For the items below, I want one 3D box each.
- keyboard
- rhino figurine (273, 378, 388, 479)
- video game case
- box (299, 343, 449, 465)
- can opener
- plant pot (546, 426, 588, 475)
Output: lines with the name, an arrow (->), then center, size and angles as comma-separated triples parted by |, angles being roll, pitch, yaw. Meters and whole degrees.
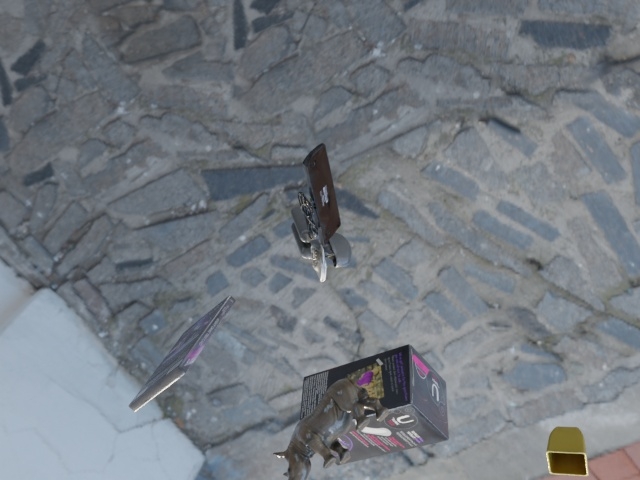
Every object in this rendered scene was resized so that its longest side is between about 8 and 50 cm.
keyboard -> -0.011, -0.081, 1.358 | 0.038, 0.100, 0.192 | 11, 131, 30
rhino figurine -> 0.003, 0.345, 1.265 | 0.243, 0.073, 0.106 | -49, 56, 9
video game case -> -0.306, 0.249, 1.627 | 0.026, 0.274, 0.196 | 46, 122, -9
box -> 0.110, 0.346, 1.503 | 0.270, 0.143, 0.165 | -21, 131, 27
can opener -> 0.000, 0.000, 1.570 | 0.095, 0.283, 0.076 | -5, 114, -9
plant pot -> 0.541, 0.454, 1.581 | 0.081, 0.083, 0.081 | -3, 127, 23
